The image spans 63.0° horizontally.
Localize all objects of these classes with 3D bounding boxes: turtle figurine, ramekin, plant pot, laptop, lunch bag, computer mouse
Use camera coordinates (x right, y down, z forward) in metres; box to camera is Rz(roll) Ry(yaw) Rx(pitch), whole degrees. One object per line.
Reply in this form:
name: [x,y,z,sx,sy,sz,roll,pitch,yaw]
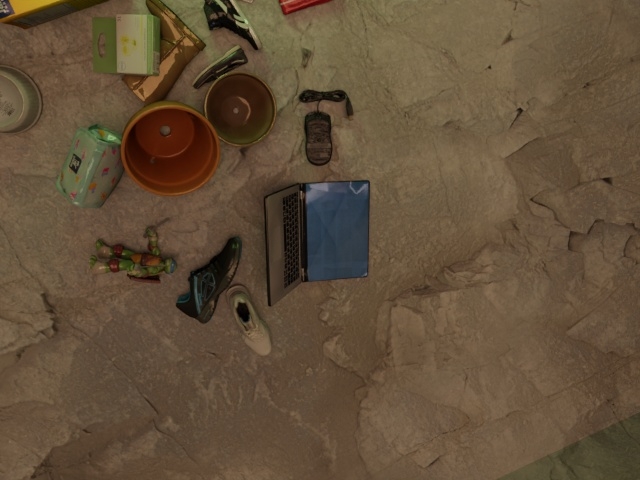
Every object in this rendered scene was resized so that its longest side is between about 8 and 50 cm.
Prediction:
turtle figurine: [-0.621,0.031,1.743,0.266,0.275,0.198,1,71,-8]
ramekin: [-0.967,-0.425,1.581,0.207,0.109,0.207,-3,106,-11]
plant pot: [-0.476,-0.312,1.639,0.290,0.203,0.291,-11,124,-17]
plant pot: [-0.270,-0.428,1.715,0.237,0.109,0.238,-4,102,-20]
laptop: [0.000,0.000,1.845,0.236,0.408,0.382,6,107,22]
lunch bag: [-0.697,-0.231,1.612,0.160,0.262,0.224,25,100,-17]
computer mouse: [0.027,-0.396,1.825,0.183,0.060,0.262,-8,96,-5]

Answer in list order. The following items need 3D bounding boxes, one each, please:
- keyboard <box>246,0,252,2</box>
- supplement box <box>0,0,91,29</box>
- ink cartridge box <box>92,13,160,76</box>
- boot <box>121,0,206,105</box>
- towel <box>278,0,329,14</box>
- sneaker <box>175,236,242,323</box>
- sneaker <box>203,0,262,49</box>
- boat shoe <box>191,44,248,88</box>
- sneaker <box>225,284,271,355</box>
keyboard: [-0.331,-0.829,1.647,0.255,0.014,0.072,14,103,-15]
supplement box: [-0.753,-0.762,1.482,0.356,0.194,0.195,-22,109,-5]
ink cartridge box: [-0.604,-0.594,1.586,0.234,0.056,0.171,6,102,10]
boot: [-0.528,-0.592,1.637,0.269,0.089,0.236,-45,103,7]
towel: [-0.073,-0.889,1.675,0.198,0.031,0.275,-21,107,-3]
sneaker: [-0.391,0.131,1.853,0.139,0.125,0.341,27,97,-13]
sneaker: [-0.289,-0.684,1.671,0.121,0.079,0.217,-33,104,5]
boat shoe: [-0.326,-0.550,1.697,0.206,0.075,0.065,-39,107,-4]
sneaker: [-0.265,0.314,1.929,0.110,0.129,0.297,-28,111,-5]
